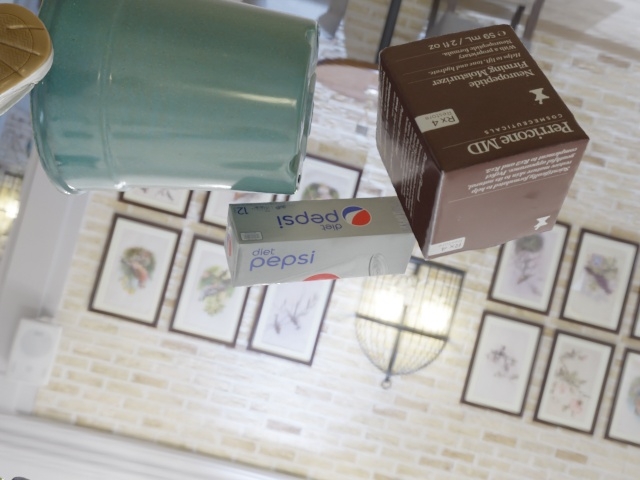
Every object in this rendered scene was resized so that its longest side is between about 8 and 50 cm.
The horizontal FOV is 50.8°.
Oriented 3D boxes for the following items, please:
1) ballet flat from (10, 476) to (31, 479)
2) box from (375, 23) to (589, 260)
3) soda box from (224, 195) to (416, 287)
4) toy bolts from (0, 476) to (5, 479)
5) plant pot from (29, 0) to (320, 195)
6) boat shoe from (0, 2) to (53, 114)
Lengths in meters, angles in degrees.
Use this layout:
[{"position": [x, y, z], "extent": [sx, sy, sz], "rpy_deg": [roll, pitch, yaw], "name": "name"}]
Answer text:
[{"position": [-0.227, 0.311, 0.581], "extent": [0.250, 0.058, 0.084], "rpy_deg": [40, 172, 32], "name": "ballet flat"}, {"position": [0.175, -0.117, 0.799], "extent": [0.169, 0.203, 0.167], "rpy_deg": [-14, 145, -8], "name": "box"}, {"position": [0.000, 0.000, 1.047], "extent": [0.287, 0.098, 0.091], "rpy_deg": [-3, -135, -18], "name": "soda box"}, {"position": [-0.530, 0.485, 0.982], "extent": [0.159, 0.228, 0.218], "rpy_deg": [-8, 150, -3], "name": "toy bolts"}, {"position": [-0.180, -0.212, 0.976], "extent": [0.334, 0.340, 0.341], "rpy_deg": [7, 179, 0], "name": "plant pot"}, {"position": [-0.372, -0.116, 0.627], "extent": [0.277, 0.098, 0.096], "rpy_deg": [-30, -179, -12], "name": "boat shoe"}]
